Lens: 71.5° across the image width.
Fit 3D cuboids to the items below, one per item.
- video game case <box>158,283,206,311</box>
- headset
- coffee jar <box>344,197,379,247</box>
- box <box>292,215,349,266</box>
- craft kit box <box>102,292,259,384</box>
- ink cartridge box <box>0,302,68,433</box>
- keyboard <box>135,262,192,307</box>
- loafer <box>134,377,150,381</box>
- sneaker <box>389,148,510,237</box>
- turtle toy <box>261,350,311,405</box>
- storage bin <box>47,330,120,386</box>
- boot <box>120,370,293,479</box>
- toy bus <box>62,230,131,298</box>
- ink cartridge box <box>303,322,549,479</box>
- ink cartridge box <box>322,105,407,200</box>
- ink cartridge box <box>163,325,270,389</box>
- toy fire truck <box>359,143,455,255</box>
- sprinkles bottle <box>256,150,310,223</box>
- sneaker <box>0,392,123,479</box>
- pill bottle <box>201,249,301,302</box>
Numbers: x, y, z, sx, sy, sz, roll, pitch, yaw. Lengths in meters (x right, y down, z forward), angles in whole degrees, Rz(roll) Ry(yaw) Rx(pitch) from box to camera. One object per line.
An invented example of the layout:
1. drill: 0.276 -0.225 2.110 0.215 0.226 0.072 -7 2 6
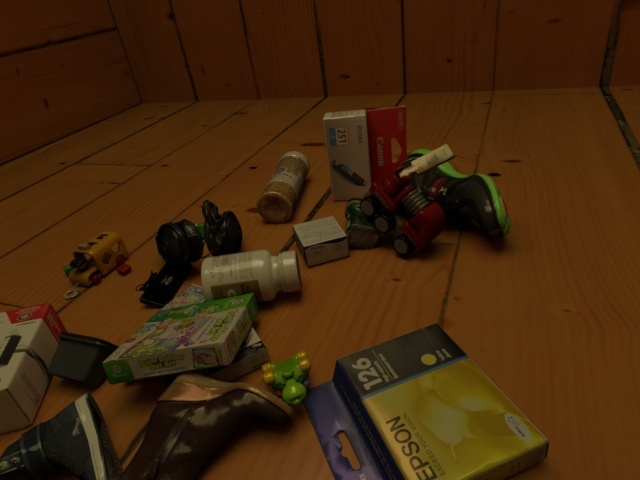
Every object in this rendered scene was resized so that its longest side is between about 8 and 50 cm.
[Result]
1. video game case: -0.344 0.160 1.154 0.087 0.011 0.122 11 36 29
2. headset: -0.336 -0.031 1.253 0.244 0.185 0.394 -14 13 -22
3. coffee jar: 0.120 -0.057 1.318 0.096 0.078 0.184 10 32 -3
4. box: 0.000 0.000 1.269 0.126 0.072 0.137 -14 31 -10
5. craft kit box: -0.277 0.199 0.942 0.247 0.060 0.250 -9 14 7
6. ink cartridge box: -0.697 0.277 0.954 0.197 0.114 0.272 -12 32 -7
7. keyboard: -0.436 0.120 1.235 0.100 0.038 0.192 18 33 -1
8. loafer: -0.360 0.273 0.946 0.125 0.045 0.039 -18 39 -20
9. sneaker: 0.363 -0.115 1.310 0.202 0.185 0.483 -34 32 -5
10. turtle toy: -0.058 0.265 0.845 0.095 0.066 0.130 -18 6 -8
11. storage bin: -0.515 0.262 0.969 0.135 0.098 0.090 5 62 21
12. boot: -0.190 0.349 0.771 0.249 0.090 0.206 10 50 15
13. toy bus: -0.679 0.053 1.321 0.191 0.104 0.202 -20 33 -17
14. ink cartridge box: 0.150 0.295 0.760 0.308 0.072 0.303 -16 32 -15
15. ink cartridge box: 0.155 -0.281 1.470 0.262 0.295 0.066 -4 33 9
16. ink cartridge box: -0.220 0.257 0.932 0.207 0.046 0.097 -22 32 -20
17. toy fire truck: 0.260 -0.116 1.176 0.159 0.246 0.217 -28 73 -38
18. sprinkles bottle: -0.123 -0.197 1.573 0.122 0.121 0.355 -2 33 11
19. sneaker: -0.436 0.384 0.745 0.164 0.086 0.226 -29 39 -24
20. pill bottle: -0.168 0.091 1.107 0.230 0.131 0.131 -8 31 0
